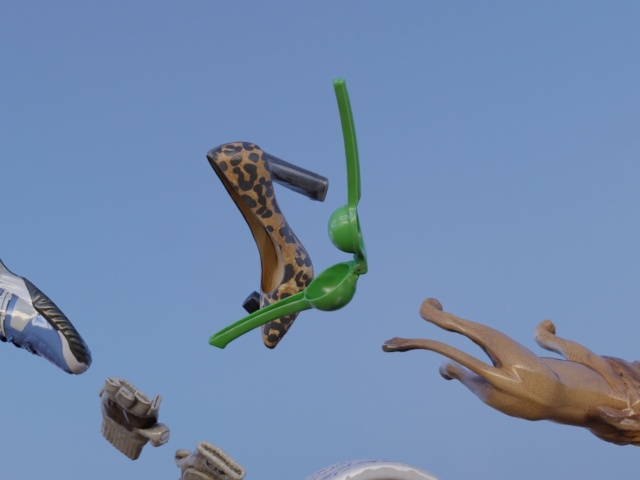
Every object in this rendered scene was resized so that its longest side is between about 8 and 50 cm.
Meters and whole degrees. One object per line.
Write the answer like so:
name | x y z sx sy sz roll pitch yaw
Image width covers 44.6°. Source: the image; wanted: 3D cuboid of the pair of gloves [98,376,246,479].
pair of gloves | -0.206 0.278 1.069 0.240 0.042 0.204 31 -37 11

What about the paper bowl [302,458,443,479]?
paper bowl | 0.057 0.414 0.957 0.284 0.284 0.148 2 -14 -17

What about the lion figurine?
lion figurine | 0.293 0.180 0.983 0.392 0.240 0.142 4 -74 -28

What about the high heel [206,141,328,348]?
high heel | -0.097 0.004 1.054 0.186 0.261 0.093 19 -12 -33

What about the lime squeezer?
lime squeezer | 0.000 0.000 0.758 0.110 0.059 0.310 31 -63 7

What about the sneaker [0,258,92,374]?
sneaker | -0.320 0.076 0.790 0.211 0.081 0.080 34 -24 13

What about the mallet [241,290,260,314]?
mallet | -0.105 0.123 1.390 0.039 0.062 0.190 -49 0 -7
